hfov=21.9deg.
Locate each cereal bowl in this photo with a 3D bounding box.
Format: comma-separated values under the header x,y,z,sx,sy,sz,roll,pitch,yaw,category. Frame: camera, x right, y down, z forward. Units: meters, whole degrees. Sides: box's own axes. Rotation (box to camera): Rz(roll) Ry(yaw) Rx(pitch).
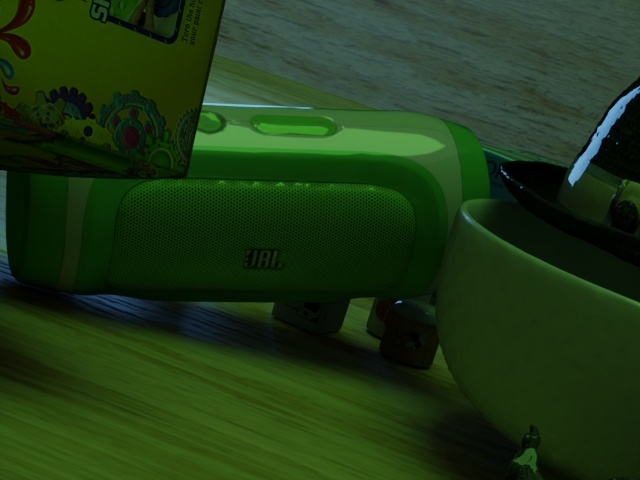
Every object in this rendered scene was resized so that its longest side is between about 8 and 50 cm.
x,y,z,sx,sy,sz,roll,pitch,yaw,category
0.218,0.092,0.967,0.339,0.141,0.339,18,9,-3,cereal bowl

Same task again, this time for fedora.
x,y,z,sx,sy,sz,roll,pitch,yaw,category
0.274,-0.047,0.983,0.334,0.152,0.334,17,9,-3,fedora

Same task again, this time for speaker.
x,y,z,sx,sy,sz,roll,pitch,yaw,category
-0.047,-0.025,1.063,0.296,0.131,0.131,1,14,-17,speaker

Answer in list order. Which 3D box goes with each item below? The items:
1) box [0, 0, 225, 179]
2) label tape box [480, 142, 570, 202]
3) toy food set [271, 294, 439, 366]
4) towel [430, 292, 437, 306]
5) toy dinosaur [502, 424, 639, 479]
x,y,z,sx,sy,sz,roll,pitch,yaw,category
-0.244,-0.152,0.857,0.279,0.177,0.290,17,-8,-44,box
0.251,0.008,1.404,0.249,0.115,0.347,23,11,22,label tape box
0.000,0.000,1.198,0.232,0.104,0.111,22,11,23,toy food set
0.069,0.009,1.479,0.325,0.038,0.248,20,9,17,towel
0.128,0.148,0.747,0.118,0.064,0.268,26,15,11,toy dinosaur
